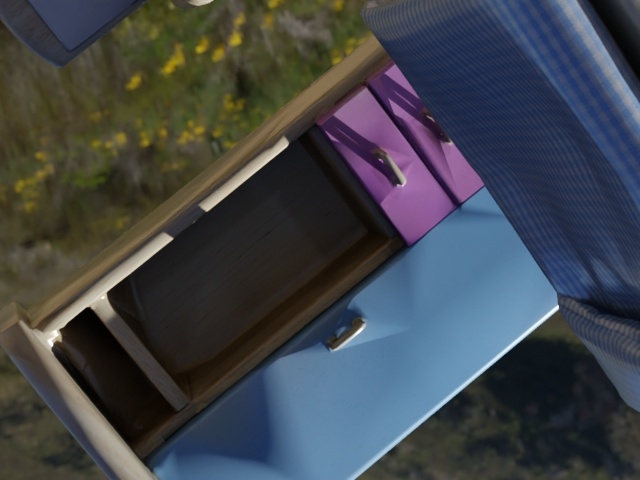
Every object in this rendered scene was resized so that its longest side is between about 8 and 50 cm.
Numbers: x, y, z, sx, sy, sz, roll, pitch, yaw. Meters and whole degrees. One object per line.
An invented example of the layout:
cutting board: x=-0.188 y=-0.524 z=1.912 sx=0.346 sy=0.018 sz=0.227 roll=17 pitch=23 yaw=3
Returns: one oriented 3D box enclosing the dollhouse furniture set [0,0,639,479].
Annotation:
dollhouse furniture set: x=0.000 y=0.000 z=0.415 sx=0.198 sy=0.286 sz=0.303 roll=-39 pitch=-166 yaw=-7
